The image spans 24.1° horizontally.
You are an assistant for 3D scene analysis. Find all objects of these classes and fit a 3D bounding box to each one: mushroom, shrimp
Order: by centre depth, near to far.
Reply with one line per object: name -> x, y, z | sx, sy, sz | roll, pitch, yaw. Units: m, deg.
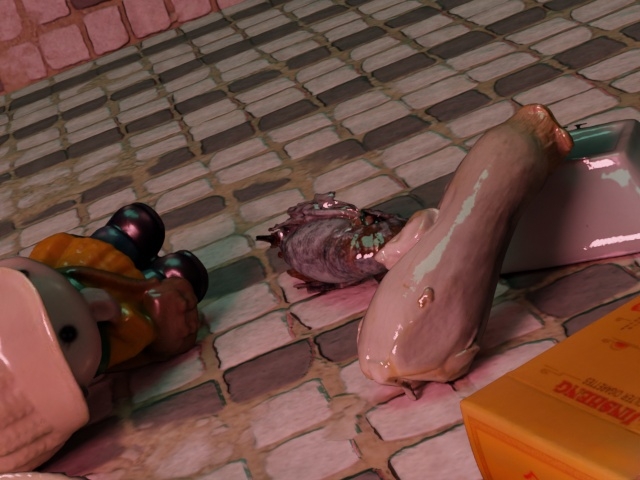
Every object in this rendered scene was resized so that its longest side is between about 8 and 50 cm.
mushroom -> 0.115, 0.002, 1.157 | 0.099, 0.096, 0.278 | 10, 59, 38
shrimp -> 0.000, 0.000, 1.351 | 0.079, 0.090, 0.233 | -27, 17, -31

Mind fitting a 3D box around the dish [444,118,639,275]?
dish -> 0.201, -0.047, 1.297 | 0.243, 0.080, 0.182 | -11, 22, 26

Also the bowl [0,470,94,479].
bowl -> -0.199, 0.235, 0.869 | 0.212, 0.112, 0.211 | -6, 22, 3

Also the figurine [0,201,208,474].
figurine -> -0.238, 0.088, 1.277 | 0.204, 0.185, 0.332 | -48, -8, 18

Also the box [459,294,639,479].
box -> 0.246, 0.085, 0.913 | 0.274, 0.076, 0.174 | -28, 20, -20
